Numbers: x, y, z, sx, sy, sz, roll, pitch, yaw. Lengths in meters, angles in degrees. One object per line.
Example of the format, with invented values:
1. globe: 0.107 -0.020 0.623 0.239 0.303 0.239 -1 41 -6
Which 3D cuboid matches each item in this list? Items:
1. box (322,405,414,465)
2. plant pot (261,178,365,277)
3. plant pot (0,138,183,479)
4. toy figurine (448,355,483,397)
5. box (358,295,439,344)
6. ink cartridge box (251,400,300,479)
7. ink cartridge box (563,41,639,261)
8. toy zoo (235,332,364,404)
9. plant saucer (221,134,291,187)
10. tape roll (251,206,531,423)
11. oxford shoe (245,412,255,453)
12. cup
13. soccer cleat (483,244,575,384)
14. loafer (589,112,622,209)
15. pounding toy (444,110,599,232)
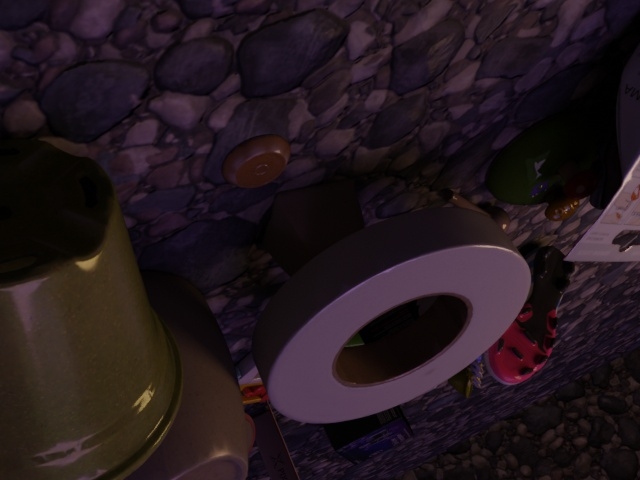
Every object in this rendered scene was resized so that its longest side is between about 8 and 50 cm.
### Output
1. box: 0.124 0.473 1.826 0.184 0.103 0.261 -26 152 3
2. plant pot: 0.000 0.000 0.917 0.109 0.096 0.109 -13 150 -25
3. plant pot: -0.266 0.060 0.649 0.276 0.276 0.253 -15 139 -23
4. toy figurine: 0.217 0.203 1.464 0.217 0.191 0.362 1 158 10
5. box: 0.185 0.111 1.216 0.247 0.142 0.163 -29 152 4
6. ink cartridge box: -0.076 0.479 1.471 0.060 0.275 0.239 -23 151 -8
7. ink cartridge box: 0.487 -0.147 0.995 0.308 0.091 0.385 1 125 -44
8. toy zoo: -0.069 0.244 1.341 0.293 0.030 0.192 -1 143 -40
9. plant saucer: -0.069 -0.084 0.802 0.083 0.015 0.083 -21 151 -12
10. tape roll: 0.099 0.114 0.972 0.392 0.072 0.392 -18 144 -14
11. oxford shoe: -0.295 0.386 1.172 0.397 0.147 0.140 -21 117 -43
12. cup: -0.222 0.238 0.890 0.331 0.237 0.331 -29 143 -24
13. soccer cleat: 0.373 0.149 1.342 0.331 0.116 0.143 -52 -175 -36
14. loafer: 0.493 -0.123 1.113 0.109 0.095 0.302 -48 154 -11
15. pounding toy: 0.330 -0.073 1.065 0.237 0.110 0.183 -37 150 18
